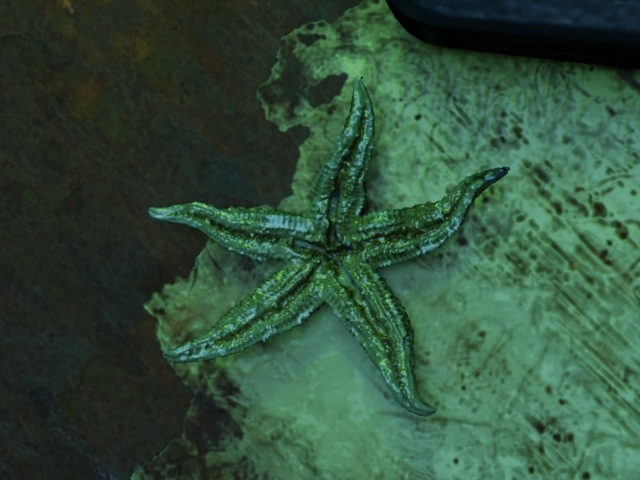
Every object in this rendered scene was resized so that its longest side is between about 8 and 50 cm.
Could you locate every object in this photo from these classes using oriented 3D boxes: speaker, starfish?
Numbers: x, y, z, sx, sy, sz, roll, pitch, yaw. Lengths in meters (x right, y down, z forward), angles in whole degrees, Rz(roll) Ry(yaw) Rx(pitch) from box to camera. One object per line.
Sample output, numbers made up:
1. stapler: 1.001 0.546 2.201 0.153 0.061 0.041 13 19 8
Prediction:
1. speaker: 0.228 -0.217 0.941 0.388 0.180 0.184 10 89 13
2. starfish: -0.001 0.000 1.006 0.357 0.078 0.347 22 88 14
